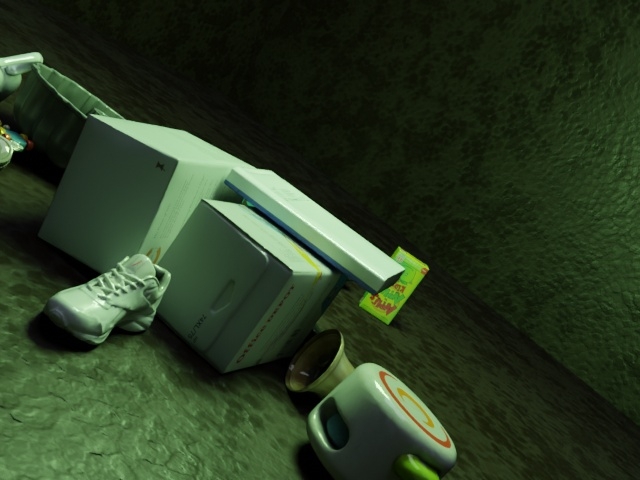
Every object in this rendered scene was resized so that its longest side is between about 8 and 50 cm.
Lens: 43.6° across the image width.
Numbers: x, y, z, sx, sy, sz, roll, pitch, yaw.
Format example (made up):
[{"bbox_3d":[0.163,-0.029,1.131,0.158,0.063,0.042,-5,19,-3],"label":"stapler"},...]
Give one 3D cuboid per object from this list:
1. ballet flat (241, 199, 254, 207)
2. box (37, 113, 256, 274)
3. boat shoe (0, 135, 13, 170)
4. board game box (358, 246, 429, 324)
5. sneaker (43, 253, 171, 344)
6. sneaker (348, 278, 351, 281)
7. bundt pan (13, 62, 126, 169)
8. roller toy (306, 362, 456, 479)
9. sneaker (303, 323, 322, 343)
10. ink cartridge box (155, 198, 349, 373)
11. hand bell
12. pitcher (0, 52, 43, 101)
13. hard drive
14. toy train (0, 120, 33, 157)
[{"bbox_3d":[-0.219,-0.115,2.228,0.168,0.057,0.052,32,-17,-30],"label":"ballet flat"},{"bbox_3d":[-0.276,-0.069,1.355,0.168,0.214,0.345,28,9,12],"label":"box"},{"bbox_3d":[-0.611,-0.170,1.310,0.206,0.075,0.065,26,-30,-16],"label":"boat shoe"},{"bbox_3d":[0.188,0.117,2.060,0.092,0.181,0.043,34,11,-7],"label":"board game box"},{"bbox_3d":[-0.280,0.066,1.077,0.090,0.115,0.232,37,11,10],"label":"sneaker"},{"bbox_3d":[0.000,0.000,2.146,0.286,0.130,0.109,39,10,15],"label":"sneaker"},{"bbox_3d":[-0.462,-0.199,1.584,0.331,0.124,0.331,39,4,-3],"label":"bundt pan"},{"bbox_3d":[0.081,0.285,1.136,0.191,0.146,0.209,47,8,12],"label":"roller toy"},{"bbox_3d":[-0.046,0.162,1.540,0.170,0.051,0.089,39,1,44],"label":"sneaker"},{"bbox_3d":[-0.115,0.072,1.322,0.197,0.198,0.270,39,11,18],"label":"ink cartridge box"},{"bbox_3d":[0.068,0.270,1.347,0.242,0.126,0.126,44,7,-22],"label":"hand bell"},{"bbox_3d":[-0.638,-0.321,1.517,0.125,0.178,0.207,64,8,-4],"label":"pitcher"},{"bbox_3d":[-0.003,-0.021,1.417,0.319,0.040,0.210,37,11,11],"label":"hard drive"},{"bbox_3d":[-0.600,-0.191,1.420,0.166,0.046,0.125,31,13,-4],"label":"toy train"}]
